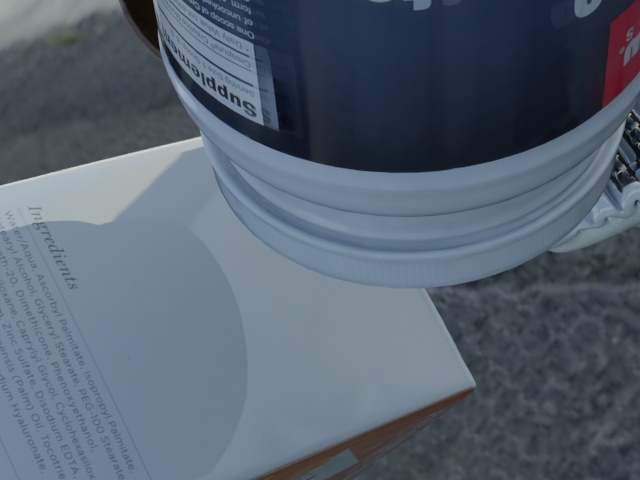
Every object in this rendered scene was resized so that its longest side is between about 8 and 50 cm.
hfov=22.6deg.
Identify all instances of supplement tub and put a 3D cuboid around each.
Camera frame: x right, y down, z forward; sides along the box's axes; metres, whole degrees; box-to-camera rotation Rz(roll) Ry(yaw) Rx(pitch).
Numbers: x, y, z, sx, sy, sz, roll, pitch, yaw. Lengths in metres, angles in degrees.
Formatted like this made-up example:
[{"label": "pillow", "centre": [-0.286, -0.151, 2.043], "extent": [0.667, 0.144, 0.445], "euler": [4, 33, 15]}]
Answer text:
[{"label": "supplement tub", "centre": [0.029, -0.131, 0.550], "extent": [0.191, 0.272, 0.191], "euler": [-3, 50, 3]}]

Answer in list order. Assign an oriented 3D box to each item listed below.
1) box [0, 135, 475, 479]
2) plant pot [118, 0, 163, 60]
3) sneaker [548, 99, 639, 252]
[{"label": "box", "centre": [-0.137, 0.088, 0.763], "extent": [0.215, 0.345, 0.168], "euler": [-44, 69, 49]}, {"label": "plant pot", "centre": [0.013, -0.208, 1.085], "extent": [0.215, 0.230, 0.215], "euler": [-2, 87, 41]}, {"label": "sneaker", "centre": [0.267, -0.064, 1.042], "extent": [0.292, 0.118, 0.110], "euler": [-30, 37, 15]}]
